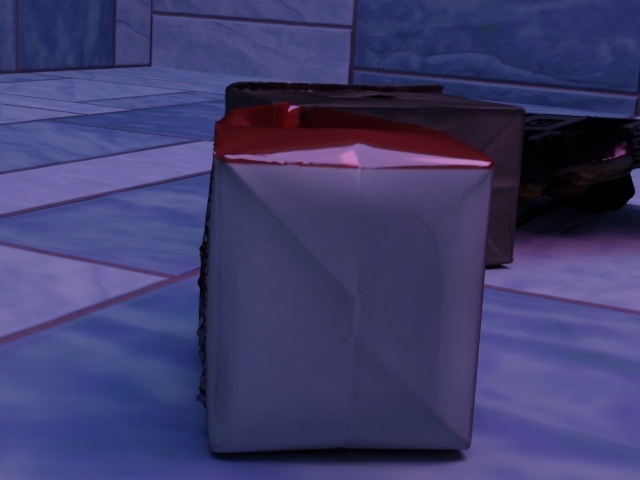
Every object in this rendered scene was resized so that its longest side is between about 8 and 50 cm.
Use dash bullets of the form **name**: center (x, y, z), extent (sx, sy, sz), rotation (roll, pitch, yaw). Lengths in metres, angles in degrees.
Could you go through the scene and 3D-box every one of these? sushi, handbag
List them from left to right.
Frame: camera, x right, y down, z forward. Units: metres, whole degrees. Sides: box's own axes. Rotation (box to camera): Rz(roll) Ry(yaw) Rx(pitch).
- **handbag**: center (0.000, 0.000, 0.684), extent (0.151, 0.171, 0.298), rotation (1, 14, -7)
- **sushi**: center (0.265, -0.067, 1.218), extent (0.359, 0.064, 0.343), rotation (-1, -6, -26)

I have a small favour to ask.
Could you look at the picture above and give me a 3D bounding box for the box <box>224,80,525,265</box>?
- **box**: center (0.044, -0.061, 1.003), extent (0.231, 0.155, 0.149), rotation (-2, 14, -27)
